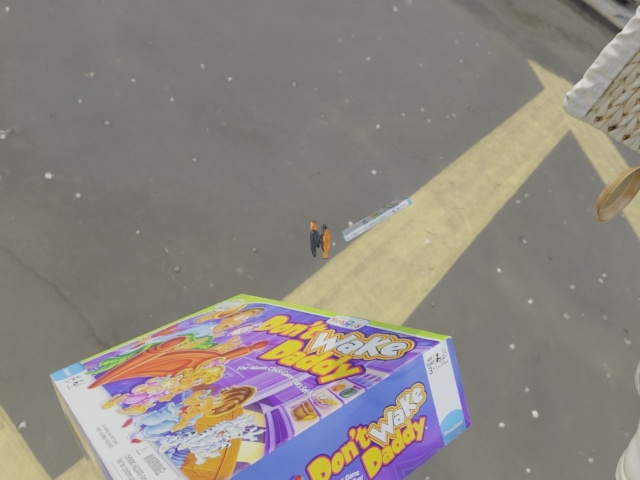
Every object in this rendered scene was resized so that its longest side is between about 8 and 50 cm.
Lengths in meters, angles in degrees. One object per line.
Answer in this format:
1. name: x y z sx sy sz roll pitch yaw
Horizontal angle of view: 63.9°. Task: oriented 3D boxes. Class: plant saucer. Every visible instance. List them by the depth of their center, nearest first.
1. plant saucer: 0.369 -0.059 0.637 0.084 0.083 0.015 -10 42 -36

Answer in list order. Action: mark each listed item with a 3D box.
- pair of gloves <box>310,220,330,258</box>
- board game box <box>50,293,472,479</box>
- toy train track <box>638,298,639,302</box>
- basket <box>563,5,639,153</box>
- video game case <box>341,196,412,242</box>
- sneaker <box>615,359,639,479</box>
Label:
1. pair of gloves: 0.000 0.000 1.049 0.083 0.010 0.074 13 75 -63
2. board game box: -0.083 0.140 0.460 0.234 0.347 0.077 -22 103 -33
3. toy train track: 0.329 0.077 0.484 0.048 0.014 0.083 59 14 -19
4. basket: 0.614 -0.306 0.761 0.266 0.331 0.328 42 65 12
5. video game case: 0.123 -0.050 1.160 0.015 0.166 0.119 59 4 -5
6. sneaker: 0.367 0.165 0.524 0.080 0.094 0.212 18 51 28
